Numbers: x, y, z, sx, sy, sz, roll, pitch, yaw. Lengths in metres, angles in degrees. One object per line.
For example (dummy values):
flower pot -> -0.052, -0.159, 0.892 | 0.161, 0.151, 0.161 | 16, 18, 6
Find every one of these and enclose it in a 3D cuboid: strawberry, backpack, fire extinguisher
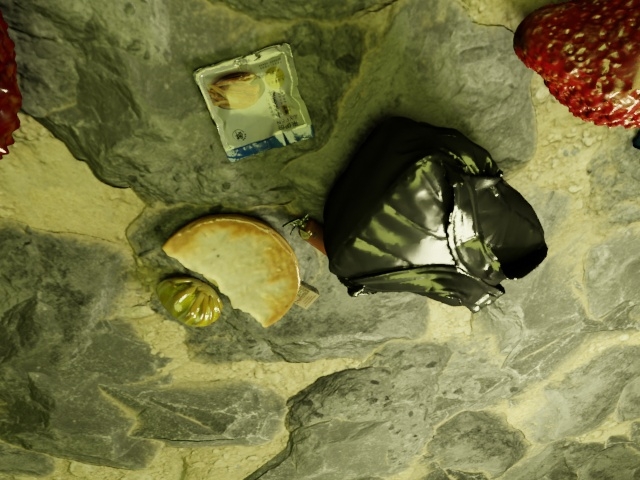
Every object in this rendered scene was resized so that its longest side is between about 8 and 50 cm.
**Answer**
strawberry -> 0.471, -0.298, 0.687 | 0.258, 0.261, 0.261 | -19, 126, 23
backpack -> 0.239, -0.013, 0.828 | 0.446, 0.254, 0.363 | 19, 123, -25
fire extinguisher -> 0.000, 0.000, 0.903 | 0.177, 0.050, 0.062 | 36, 108, -28

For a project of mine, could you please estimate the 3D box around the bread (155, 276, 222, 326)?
bread -> -0.286, 0.139, 0.916 | 0.083, 0.094, 0.157 | -39, 114, 19

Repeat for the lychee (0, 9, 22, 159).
lychee -> -0.568, -0.224, 0.418 | 0.425, 0.424, 0.499 | -9, 145, -5

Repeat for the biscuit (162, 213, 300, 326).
biscuit -> -0.160, 0.049, 0.903 | 0.205, 0.040, 0.309 | -39, 116, 15

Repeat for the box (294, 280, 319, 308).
box -> -0.051, 0.124, 0.989 | 0.083, 0.024, 0.053 | 29, 114, -28

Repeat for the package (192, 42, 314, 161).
package -> -0.112, -0.238, 0.738 | 0.171, 0.027, 0.173 | -18, 121, 1

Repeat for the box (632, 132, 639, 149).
box -> 0.853, -0.277, 0.854 | 0.262, 0.116, 0.278 | 9, 119, -16
